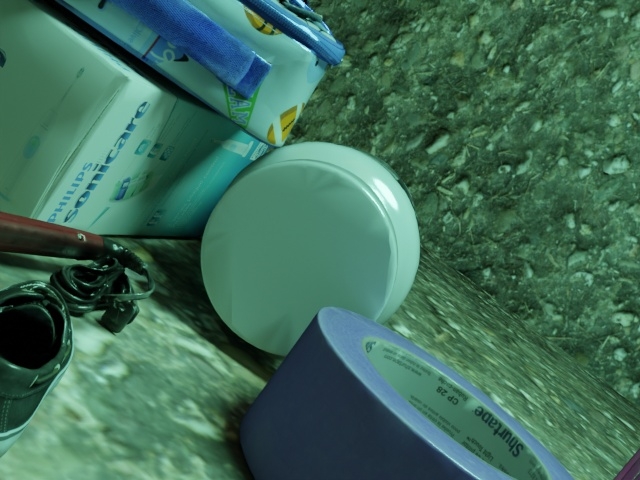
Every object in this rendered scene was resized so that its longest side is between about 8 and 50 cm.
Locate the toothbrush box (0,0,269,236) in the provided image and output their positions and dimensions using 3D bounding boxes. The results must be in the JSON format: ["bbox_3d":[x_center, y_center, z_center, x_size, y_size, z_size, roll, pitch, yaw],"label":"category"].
[{"bbox_3d":[-0.192,-0.112,0.662,0.216,0.126,0.295,37,8,11],"label":"toothbrush box"}]

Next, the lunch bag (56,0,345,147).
[{"bbox_3d":[-0.121,-0.195,0.607,0.303,0.115,0.243,31,12,-23],"label":"lunch bag"}]

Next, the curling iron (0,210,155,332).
[{"bbox_3d":[-0.183,-0.004,0.401,0.068,0.035,0.274,42,11,36],"label":"curling iron"}]

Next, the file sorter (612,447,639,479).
[{"bbox_3d":[0.285,0.212,0.532,0.202,0.182,0.290,39,9,21],"label":"file sorter"}]

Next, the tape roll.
[{"bbox_3d":[0.054,0.125,0.464,0.189,0.080,0.189,34,8,-5],"label":"tape roll"}]

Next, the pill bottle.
[{"bbox_3d":[0.000,0.000,0.673,0.162,0.162,0.278,35,9,2],"label":"pill bottle"}]

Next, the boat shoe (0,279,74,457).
[{"bbox_3d":[-0.125,0.042,0.348,0.049,0.040,0.142,33,9,-16],"label":"boat shoe"}]
